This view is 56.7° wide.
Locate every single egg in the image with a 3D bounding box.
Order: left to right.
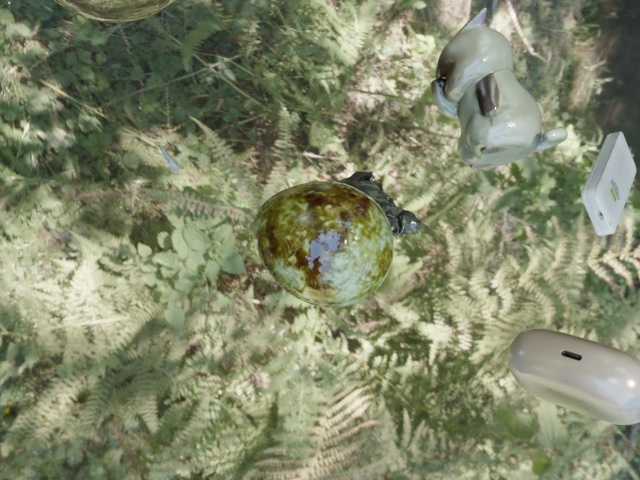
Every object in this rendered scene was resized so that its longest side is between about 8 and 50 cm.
[{"bbox_3d":[0.000,0.000,1.140,0.238,0.289,0.238,-51,156,-34],"label":"egg"}]

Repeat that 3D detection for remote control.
[{"bbox_3d":[0.564,-0.115,1.152,0.103,0.034,0.250,57,47,-19],"label":"remote control"}]

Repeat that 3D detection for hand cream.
[{"bbox_3d":[-0.242,-0.130,0.960,0.019,0.093,0.030,-33,86,-9],"label":"hand cream"}]

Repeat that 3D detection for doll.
[{"bbox_3d":[0.400,-0.340,1.440,0.226,0.370,0.215,-27,166,6],"label":"doll"}]

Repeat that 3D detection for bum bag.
[{"bbox_3d":[0.122,-0.088,1.479,0.144,0.340,0.095,-16,123,-11],"label":"bum bag"}]

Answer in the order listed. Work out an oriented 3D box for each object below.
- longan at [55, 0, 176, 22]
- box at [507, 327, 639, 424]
[{"bbox_3d":[-0.374,-0.555,0.965,0.404,0.336,0.405,-10,139,-9],"label":"longan"},{"bbox_3d":[0.370,0.194,0.855,0.088,0.200,0.146,-59,140,-20],"label":"box"}]
